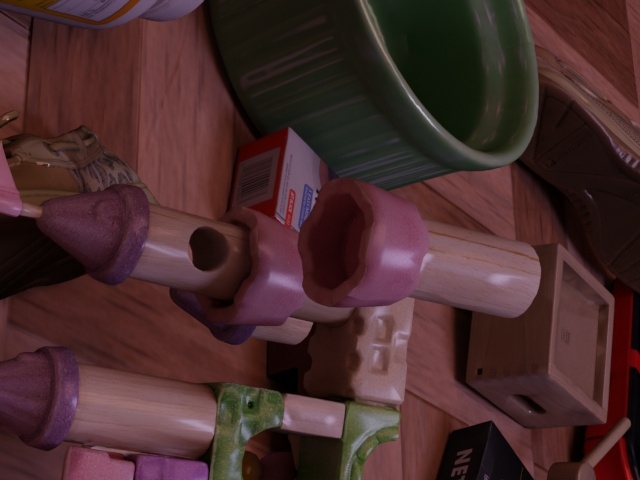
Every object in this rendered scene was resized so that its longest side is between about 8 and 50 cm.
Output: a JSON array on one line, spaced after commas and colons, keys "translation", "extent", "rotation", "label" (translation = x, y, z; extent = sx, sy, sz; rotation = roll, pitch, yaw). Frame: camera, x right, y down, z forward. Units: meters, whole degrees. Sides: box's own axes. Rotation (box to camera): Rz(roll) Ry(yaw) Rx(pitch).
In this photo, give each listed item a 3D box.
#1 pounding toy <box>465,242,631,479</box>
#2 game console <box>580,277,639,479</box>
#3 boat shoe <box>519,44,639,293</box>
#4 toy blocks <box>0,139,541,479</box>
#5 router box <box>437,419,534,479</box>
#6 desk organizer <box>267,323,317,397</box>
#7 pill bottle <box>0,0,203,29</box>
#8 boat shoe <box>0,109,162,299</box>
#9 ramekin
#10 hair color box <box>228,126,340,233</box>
[{"translation": [0.205, 0.136, 1.607], "extent": [0.181, 0.094, 0.206], "rotation": [38, 52, -49], "label": "pounding toy"}, {"translation": [0.388, 0.268, 1.859], "extent": [0.386, 0.060, 0.342], "rotation": [55, 28, -25], "label": "game console"}, {"translation": [0.310, -0.069, 1.832], "extent": [0.341, 0.122, 0.110], "rotation": [47, 30, -21], "label": "boat shoe"}, {"translation": [-0.083, 0.115, 0.955], "extent": [0.260, 0.309, 0.288], "rotation": [12, 80, -32], "label": "toy blocks"}, {"translation": [0.142, 0.258, 1.472], "extent": [0.133, 0.046, 0.179], "rotation": [54, 34, -24], "label": "router box"}, {"translation": [-0.007, 0.119, 1.310], "extent": [0.047, 0.050, 0.130], "rotation": [35, 46, -44], "label": "desk organizer"}, {"translation": [-0.173, -0.212, 1.153], "extent": [0.246, 0.136, 0.136], "rotation": [6, 68, -57], "label": "pill bottle"}, {"translation": [-0.181, -0.023, 1.055], "extent": [0.089, 0.105, 0.285], "rotation": [58, 9, 5], "label": "boat shoe"}, {"translation": [0.042, -0.182, 1.465], "extent": [0.303, 0.148, 0.303], "rotation": [35, 45, -44], "label": "ramekin"}, {"translation": [0.000, 0.000, 1.389], "extent": [0.167, 0.053, 0.093], "rotation": [44, 39, -38], "label": "hair color box"}]
